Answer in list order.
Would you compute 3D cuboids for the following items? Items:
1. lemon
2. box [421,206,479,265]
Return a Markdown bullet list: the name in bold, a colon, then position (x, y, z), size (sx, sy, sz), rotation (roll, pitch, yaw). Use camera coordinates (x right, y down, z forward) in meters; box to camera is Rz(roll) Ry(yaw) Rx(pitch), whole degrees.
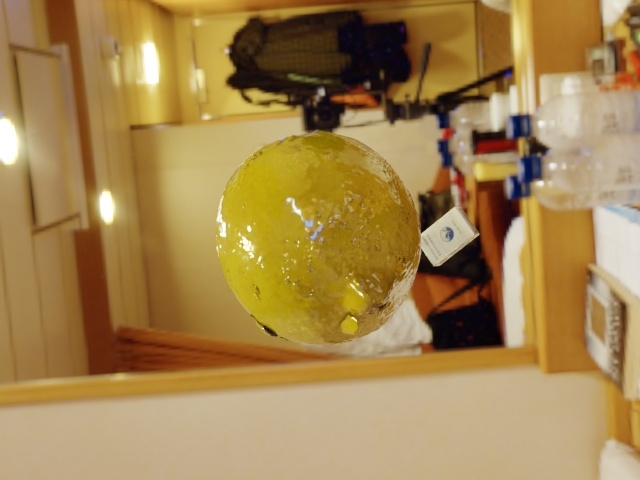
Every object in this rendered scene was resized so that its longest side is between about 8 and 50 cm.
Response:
- **lemon**: position (0.000, 0.000, 0.779), size (0.206, 0.173, 0.174), rotation (-122, 20, -48)
- **box**: position (0.191, -0.006, 1.395), size (0.024, 0.083, 0.054), rotation (1, -127, -58)
